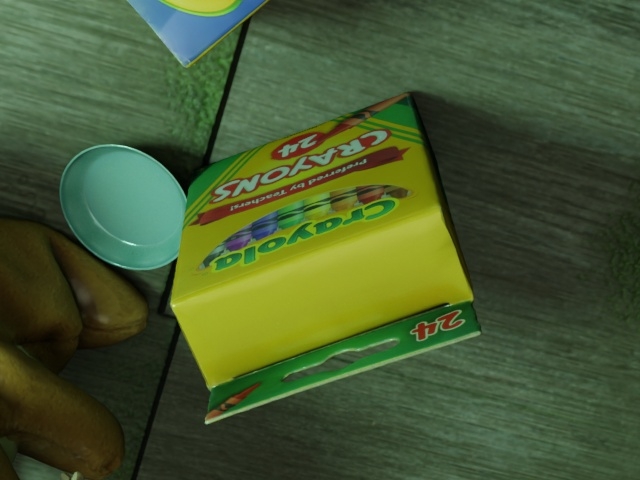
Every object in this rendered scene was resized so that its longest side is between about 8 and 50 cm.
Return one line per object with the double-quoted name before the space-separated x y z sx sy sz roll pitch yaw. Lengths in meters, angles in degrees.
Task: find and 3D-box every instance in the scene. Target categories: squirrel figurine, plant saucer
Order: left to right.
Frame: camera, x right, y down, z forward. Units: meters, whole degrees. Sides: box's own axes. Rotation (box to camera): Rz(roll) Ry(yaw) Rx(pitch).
"squirrel figurine" -0.340 0.114 1.052 0.281 0.370 0.397 -39 109 14
"plant saucer" -0.160 -0.031 1.171 0.119 0.021 0.119 9 122 14

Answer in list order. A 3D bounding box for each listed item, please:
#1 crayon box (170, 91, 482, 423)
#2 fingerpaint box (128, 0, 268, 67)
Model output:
"crayon box" 0.000 0.000 1.044 0.202 0.318 0.081 -20 113 6
"fingerpaint box" -0.097 -0.411 0.945 0.371 0.163 0.445 -38 108 13
